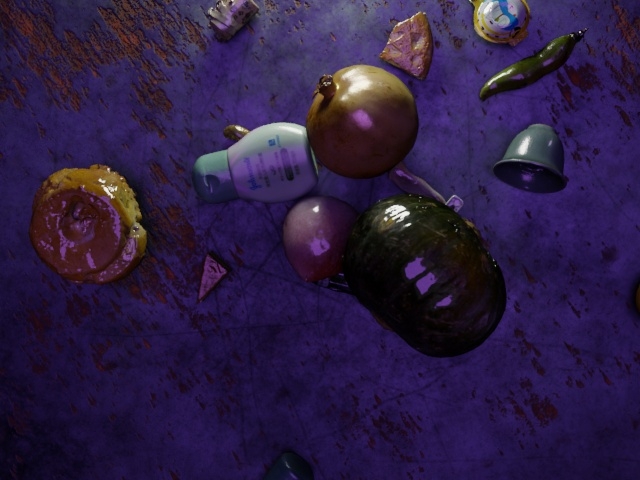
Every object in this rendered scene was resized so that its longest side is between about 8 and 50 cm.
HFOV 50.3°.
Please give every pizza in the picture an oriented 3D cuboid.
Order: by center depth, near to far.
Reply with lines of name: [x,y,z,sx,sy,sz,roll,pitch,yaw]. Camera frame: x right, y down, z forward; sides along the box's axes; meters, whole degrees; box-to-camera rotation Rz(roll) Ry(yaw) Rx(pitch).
pizza: [0.242,-0.535,1.918,0.161,0.062,0.182,-15,98,-3]

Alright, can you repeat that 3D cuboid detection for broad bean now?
broad bean: [0.599,-0.484,1.897,0.339,0.061,0.077,-31,85,4]

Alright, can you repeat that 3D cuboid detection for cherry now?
cherry: [0.005,-0.010,1.877,0.239,0.239,0.206,27,119,1]

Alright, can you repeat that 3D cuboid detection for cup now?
cup: [0.592,-0.237,1.874,0.199,0.199,0.150,19,77,1]

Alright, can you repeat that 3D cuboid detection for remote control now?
remote control: [0.087,0.113,1.966,0.266,0.066,0.090,12,91,2]

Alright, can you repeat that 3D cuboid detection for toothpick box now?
toothpick box: [-0.116,0.726,1.998,0.120,0.120,0.184,38,98,0]

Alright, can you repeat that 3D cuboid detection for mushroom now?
mushroom: [0.280,-0.149,1.948,0.202,0.054,0.059,36,116,-5]

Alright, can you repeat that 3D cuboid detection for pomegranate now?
pomegranate: [0.103,-0.321,1.817,0.319,0.319,0.319,0,94,3]

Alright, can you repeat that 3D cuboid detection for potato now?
potato: [-0.236,-0.307,1.964,0.092,0.045,0.046,19,134,3]

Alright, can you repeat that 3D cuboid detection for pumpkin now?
pumpkin: [0.261,0.083,1.717,0.454,0.454,0.344,45,89,-1]

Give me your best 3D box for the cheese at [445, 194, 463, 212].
cheese: [0.311,-0.024,1.944,0.127,0.050,0.255,38,99,1]

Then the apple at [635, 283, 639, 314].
apple: [0.973,0.172,1.880,0.182,0.155,0.182,0,97,4]

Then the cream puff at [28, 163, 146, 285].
cream puff: [-0.634,-0.043,1.910,0.343,0.231,0.327,27,97,-3]

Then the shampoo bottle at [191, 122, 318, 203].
shampoo bottle: [-0.190,-0.200,1.916,0.349,0.151,0.222,-13,107,5]

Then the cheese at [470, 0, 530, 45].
cheese: [0.480,-0.649,1.892,0.156,0.064,0.250,-36,79,4]

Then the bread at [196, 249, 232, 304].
bread: [-0.337,0.109,1.986,0.084,0.074,0.139,43,97,-1]

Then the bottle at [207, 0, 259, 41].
bottle: [-0.255,-0.632,1.918,0.152,0.099,0.099,-43,91,9]
